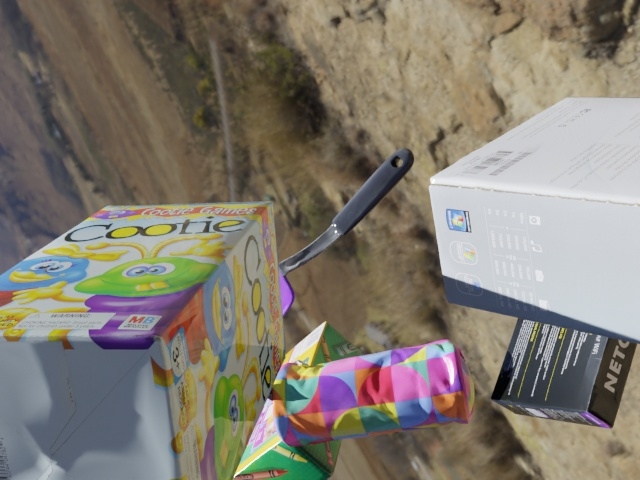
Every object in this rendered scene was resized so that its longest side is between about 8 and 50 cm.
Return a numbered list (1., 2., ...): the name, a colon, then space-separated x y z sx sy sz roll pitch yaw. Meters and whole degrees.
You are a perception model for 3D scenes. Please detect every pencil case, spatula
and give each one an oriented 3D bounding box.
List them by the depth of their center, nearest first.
1. pencil case: 0.055 0.172 0.958 0.104 0.236 0.104 -8 -90 -79
2. spatula: 0.000 0.000 0.979 0.084 0.296 0.030 54 -164 28

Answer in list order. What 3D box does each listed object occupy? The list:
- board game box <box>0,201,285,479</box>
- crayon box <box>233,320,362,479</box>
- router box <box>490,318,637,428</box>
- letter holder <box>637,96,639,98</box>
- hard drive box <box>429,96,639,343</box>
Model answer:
1. board game box: -0.120 0.075 0.567 0.275 0.142 0.144 -65 -28 -71
2. crayon box: -0.042 0.250 1.162 0.081 0.165 0.278 43 -154 -10
3. router box: 0.264 0.098 0.879 0.046 0.179 0.133 32 161 -26
4. letter holder: 0.498 -0.076 0.913 0.152 0.214 0.302 32 -158 -40
5. hard drive box: 0.213 -0.018 0.501 0.232 0.181 0.089 10 121 43
